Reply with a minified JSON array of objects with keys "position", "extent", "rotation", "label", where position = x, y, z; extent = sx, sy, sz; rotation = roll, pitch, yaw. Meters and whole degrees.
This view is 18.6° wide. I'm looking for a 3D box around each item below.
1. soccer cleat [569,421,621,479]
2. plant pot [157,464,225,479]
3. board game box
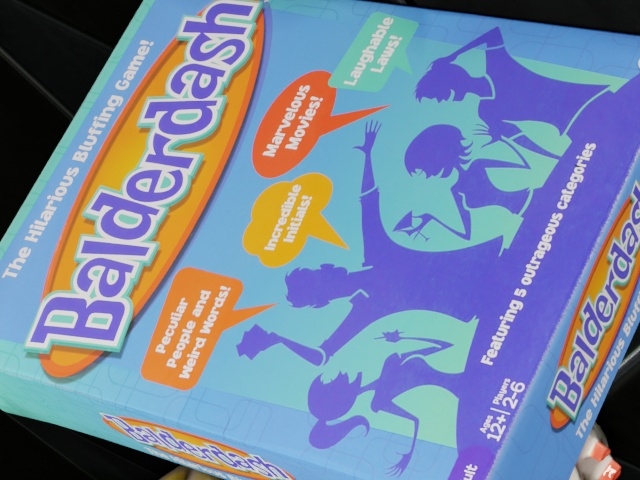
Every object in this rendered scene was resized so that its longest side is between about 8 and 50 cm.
[{"position":[0.086,0.087,0.879],"extent":[0.076,0.068,0.196],"rotation":[34,164,27],"label":"soccer cleat"},{"position":[-0.061,0.290,1.325],"extent":[0.239,0.254,0.254],"rotation":[46,157,-7],"label":"plant pot"},{"position":[0.000,0.000,0.618],"extent":[0.210,0.160,0.047],"rotation":[11,155,36],"label":"board game box"}]
